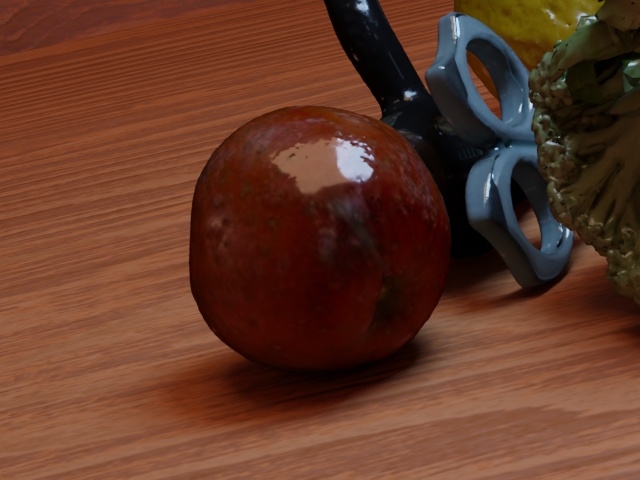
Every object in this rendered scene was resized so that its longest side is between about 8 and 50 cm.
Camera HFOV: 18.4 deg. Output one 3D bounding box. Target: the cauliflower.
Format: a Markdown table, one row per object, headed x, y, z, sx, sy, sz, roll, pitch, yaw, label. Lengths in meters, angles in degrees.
| x | y | z | sx | sy | sz | roll | pitch | yaw | label |
| --- | --- | --- | --- | --- | --- | --- | --- | --- | --- |
| 0.245 | -0.097 | 1.169 | 0.275 | 0.250 | 0.272 | -29 | 32 | 13 | cauliflower |

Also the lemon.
| x | y | z | sx | sy | sz | roll | pitch | yaw | label |
| --- | --- | --- | --- | --- | --- | --- | --- | --- | --- |
| 0.233 | -0.213 | 1.745 | 0.236 | 0.236 | 0.263 | -5 | -6 | 23 | lemon |

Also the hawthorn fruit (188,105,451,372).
| x | y | z | sx | sy | sz | roll | pitch | yaw | label |
| --- | --- | --- | --- | --- | --- | --- | --- | --- | --- |
| 0.000 | 0.000 | 1.203 | 0.173 | 0.172 | 0.173 | -10 | 14 | 3 | hawthorn fruit |

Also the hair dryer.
| x | y | z | sx | sy | sz | roll | pitch | yaw | label |
| --- | --- | --- | --- | --- | --- | --- | --- | --- | --- |
| 0.053 | -0.158 | 1.444 | 0.120 | 0.359 | 0.304 | -29 | -3 | 28 | hair dryer |

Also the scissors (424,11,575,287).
| x | y | z | sx | sy | sz | roll | pitch | yaw | label |
| --- | --- | --- | --- | --- | --- | --- | --- | --- | --- |
| 0.186 | -0.064 | 1.410 | 0.029 | 0.191 | 0.360 | -23 | -11 | 33 | scissors |
